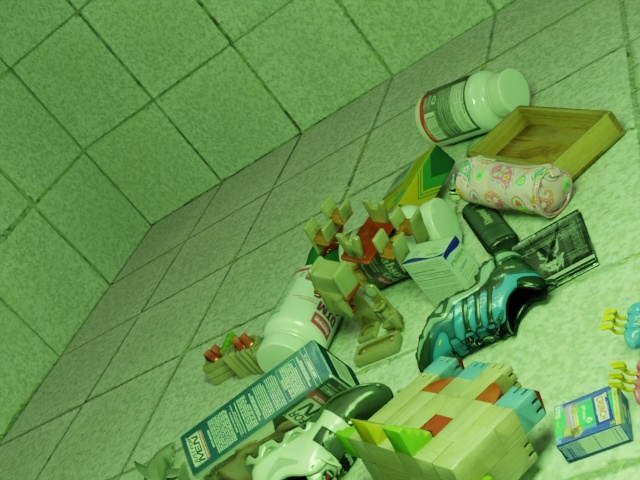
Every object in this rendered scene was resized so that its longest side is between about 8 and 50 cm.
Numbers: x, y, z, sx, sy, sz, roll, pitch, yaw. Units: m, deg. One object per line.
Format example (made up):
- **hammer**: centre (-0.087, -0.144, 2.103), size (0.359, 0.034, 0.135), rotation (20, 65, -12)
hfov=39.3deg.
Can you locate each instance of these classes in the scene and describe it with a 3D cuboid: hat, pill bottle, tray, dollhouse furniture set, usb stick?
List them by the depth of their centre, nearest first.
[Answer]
- **dollhouse furniture set**: centre (0.102, 0.182, 2.019), size (0.144, 0.123, 0.151), rotation (-27, 23, 32)
- **dollhouse furniture set**: centre (0.086, 0.033, 2.044), size (0.262, 0.135, 0.259), rotation (10, 51, 38)
- **usb stick**: centre (0.391, -0.035, 2.086), size (0.077, 0.045, 0.278), rotation (-33, 19, 8)
- **pill bottle**: centre (0.193, 0.009, 2.177), size (0.278, 0.162, 0.162), rotation (-26, 23, 35)
- **pill bottle**: centre (-0.043, 0.204, 2.179), size (0.160, 0.160, 0.283), rotation (-25, 25, 37)
- **tray**: centre (0.543, -0.237, 2.216), size (0.203, 0.076, 0.411), rotation (-42, 19, -7)
- **hat**: centre (0.000, 0.000, 2.433), size (0.208, 0.183, 0.173), rotation (-25, 28, 2)
- **pill bottle**: centre (0.438, -0.387, 2.579), size (0.318, 0.176, 0.176), rotation (-13, 32, 52)

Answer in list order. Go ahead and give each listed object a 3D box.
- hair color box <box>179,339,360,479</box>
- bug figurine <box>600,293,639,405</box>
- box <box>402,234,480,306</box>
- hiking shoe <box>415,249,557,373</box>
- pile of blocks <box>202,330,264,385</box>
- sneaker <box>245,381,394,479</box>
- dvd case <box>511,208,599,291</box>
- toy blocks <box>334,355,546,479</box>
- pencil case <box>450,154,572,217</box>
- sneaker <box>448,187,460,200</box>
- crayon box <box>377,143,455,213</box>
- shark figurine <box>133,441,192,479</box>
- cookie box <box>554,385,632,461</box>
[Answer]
- **hair color box**: centre (-0.092, 0.365, 1.814), size (0.347, 0.174, 0.105), rotation (-37, 49, 9)
- **bug figurine**: centre (0.552, 0.156, 1.336), size (0.279, 0.072, 0.216), rotation (-11, 40, 45)
- **box**: centre (0.271, 0.068, 1.939), size (0.126, 0.137, 0.072), rotation (-15, 31, 50)
- **hiking shoe**: centre (0.307, 0.155, 1.728), size (0.304, 0.113, 0.132), rotation (-50, 40, 2)
- **pile of blocks**: centre (-0.193, 0.279, 2.361), size (0.362, 0.113, 0.149), rotation (-17, 30, 47)
- **sneaker**: centre (0.018, 0.409, 1.723), size (0.330, 0.122, 0.146), rotation (-37, 37, 5)
- **dvd case**: centre (0.475, 0.029, 1.834), size (0.164, 0.018, 0.221), rotation (-31, 20, 21)
- **toy blocks**: centre (0.234, 0.304, 1.480), size (0.261, 0.191, 0.381), rotation (-36, 16, -25)
- **pencil case**: centre (0.433, -0.127, 2.045), size (0.124, 0.124, 0.284), rotation (-46, 30, -17)
- **sneaker**: centre (0.376, -0.138, 2.355), size (0.083, 0.037, 0.032), rotation (-34, 18, 12)
- **crayon box**: centre (0.224, -0.097, 2.406), size (0.202, 0.081, 0.318), rotation (-40, 12, 51)
- **shark figurine**: centre (-0.387, 0.554, 2.115), size (0.166, 0.116, 0.278), rotation (-47, 19, -16)
- **cookie box**: centre (0.414, 0.277, 1.364), size (0.107, 0.040, 0.092), rotation (-29, 21, 26)
